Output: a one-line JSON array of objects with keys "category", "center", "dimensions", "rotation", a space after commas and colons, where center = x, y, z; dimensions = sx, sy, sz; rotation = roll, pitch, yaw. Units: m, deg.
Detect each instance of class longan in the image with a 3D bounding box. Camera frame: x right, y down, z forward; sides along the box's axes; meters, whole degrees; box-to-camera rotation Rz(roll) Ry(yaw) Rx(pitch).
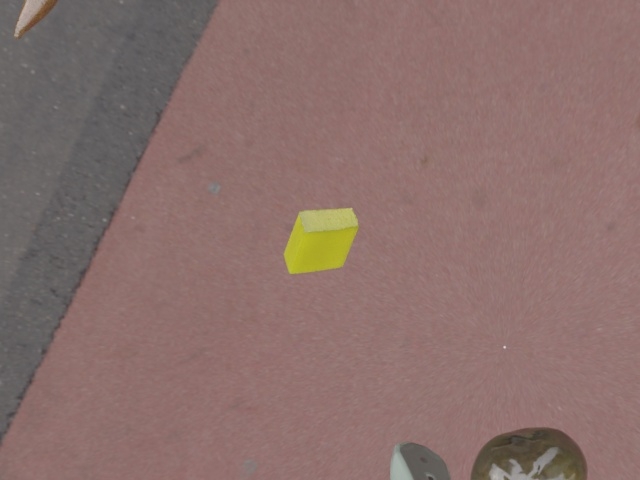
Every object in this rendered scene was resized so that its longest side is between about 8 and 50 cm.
[{"category": "longan", "center": [0.335, 0.380, 1.448], "dimensions": [0.187, 0.167, 0.167], "rotation": [-37, 78, 10]}]

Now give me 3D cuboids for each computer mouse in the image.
[{"category": "computer mouse", "center": [0.143, 0.349, 1.225], "dimensions": [0.089, 0.181, 0.056], "rotation": [15, 112, -18]}]

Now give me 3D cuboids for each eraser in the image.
[{"category": "eraser", "center": [0.000, 0.000, 1.473], "dimensions": [0.097, 0.122, 0.045], "rotation": [-6, 57, -18]}]

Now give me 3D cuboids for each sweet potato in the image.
[{"category": "sweet potato", "center": [-0.386, -0.419, 1.301], "dimensions": [0.059, 0.067, 0.281], "rotation": [22, 120, 3]}]
